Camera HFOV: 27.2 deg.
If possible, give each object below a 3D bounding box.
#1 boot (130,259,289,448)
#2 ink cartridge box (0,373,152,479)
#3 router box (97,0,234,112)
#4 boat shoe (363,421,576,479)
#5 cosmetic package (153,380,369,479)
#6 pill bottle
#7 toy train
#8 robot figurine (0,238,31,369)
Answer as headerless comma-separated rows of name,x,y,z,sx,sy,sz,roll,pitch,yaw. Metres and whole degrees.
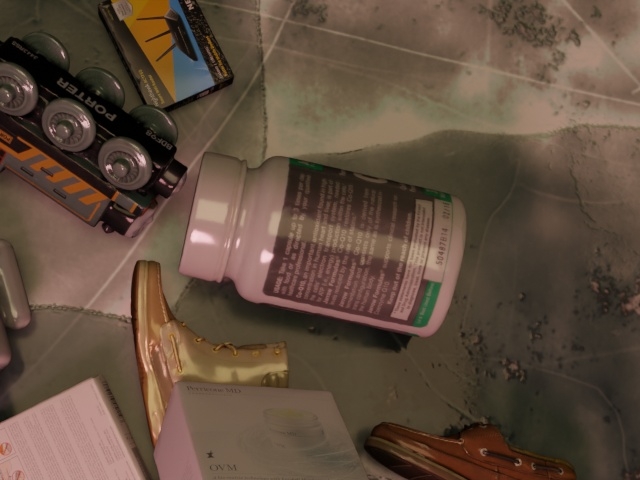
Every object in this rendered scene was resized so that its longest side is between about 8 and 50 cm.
boot,-0.149,0.144,1.797,0.203,0.095,0.262,-9,90,-9
ink cartridge box,-0.358,0.309,1.778,0.225,0.056,0.181,-27,84,7
router box,-0.222,-0.281,1.898,0.133,0.046,0.179,-26,84,-12
boat shoe,0.209,0.304,1.828,0.307,0.111,0.104,25,73,-13
cosmetic package,-0.075,0.302,1.683,0.224,0.224,0.138,6,119,-22
pill bottle,0.000,0.000,1.797,0.361,0.204,0.204,12,78,-7
toy train,-0.344,-0.139,1.790,0.334,0.190,0.142,34,37,-6
robot figurine,-0.525,0.082,1.708,0.300,0.200,0.353,-12,80,-38
